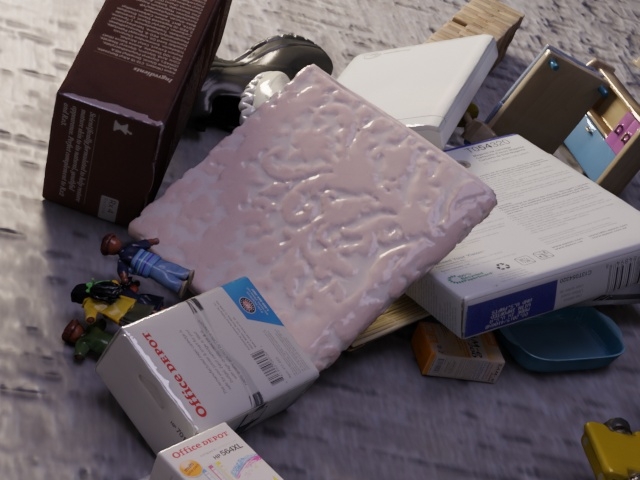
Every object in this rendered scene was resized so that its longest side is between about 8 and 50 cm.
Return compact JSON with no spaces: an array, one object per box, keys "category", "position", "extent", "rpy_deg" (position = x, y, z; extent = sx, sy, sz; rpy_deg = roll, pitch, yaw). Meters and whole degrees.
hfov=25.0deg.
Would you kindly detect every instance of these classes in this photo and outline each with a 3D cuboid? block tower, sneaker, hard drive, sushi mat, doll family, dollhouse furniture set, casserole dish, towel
[{"category":"block tower","position":[0.243,-0.316,2.394],"extent":[0.097,0.091,0.335],"rpy_deg":[28,34,9]},{"category":"sneaker","position":[-0.095,-0.210,2.054],"extent":[0.286,0.109,0.130],"rpy_deg":[-16,54,-31]},{"category":"hard drive","position":[0.108,-0.205,2.090],"extent":[0.233,0.047,0.353],"rpy_deg":[-6,24,23]},{"category":"sneaker","position":[-0.044,-0.122,1.884],"extent":[0.118,0.110,0.292],"rpy_deg":[-17,41,17]},{"category":"sushi mat","position":[0.083,0.061,1.787],"extent":[0.151,0.019,0.316],"rpy_deg":[27,30,34]},{"category":"doll family","position":[-0.219,0.062,1.598],"extent":[0.111,0.076,0.193],"rpy_deg":[22,29,7]},{"category":"dollhouse furniture set","position":[0.366,-0.246,2.162],"extent":[0.303,0.286,0.198],"rpy_deg":[19,29,-33]},{"category":"casserole dish","position":[0.300,0.124,1.832],"extent":[0.188,0.037,0.114],"rpy_deg":[-2,39,-30]},{"category":"towel","position":[-0.013,-0.025,1.707],"extent":[0.332,0.053,0.317],"rpy_deg":[-43,60,-17]}]

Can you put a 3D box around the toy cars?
[{"category":"toy cars","position":[0.428,0.244,1.690],"extent":[0.176,0.087,0.393],"rpy_deg":[41,34,20]}]

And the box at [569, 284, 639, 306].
[{"category":"box","position":[0.335,0.025,1.940],"extent":[0.231,0.056,0.183],"rpy_deg":[0,25,-30]}]

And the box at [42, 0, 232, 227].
[{"category":"box","position":[-0.220,-0.220,1.821],"extent":[0.143,0.191,0.381],"rpy_deg":[17,47,-3]}]

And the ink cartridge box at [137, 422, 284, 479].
[{"category":"ink cartridge box","position":[-0.100,0.251,1.370],"extent":[0.143,0.090,0.092],"rpy_deg":[40,37,26]}]

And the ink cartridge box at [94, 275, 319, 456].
[{"category":"ink cartridge box","position":[-0.117,0.135,1.509],"extent":[0.190,0.082,0.139],"rpy_deg":[-23,69,-46]}]

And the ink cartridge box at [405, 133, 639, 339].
[{"category":"ink cartridge box","position":[0.218,-0.015,1.824],"extent":[0.324,0.071,0.330],"rpy_deg":[-15,32,-26]}]

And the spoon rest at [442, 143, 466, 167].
[{"category":"spoon rest","position":[0.153,-0.080,2.003],"extent":[0.137,0.084,0.276],"rpy_deg":[31,35,15]}]

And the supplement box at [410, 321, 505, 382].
[{"category":"supplement box","position":[0.165,0.135,1.739],"extent":[0.098,0.036,0.062],"rpy_deg":[8,34,-20]}]
